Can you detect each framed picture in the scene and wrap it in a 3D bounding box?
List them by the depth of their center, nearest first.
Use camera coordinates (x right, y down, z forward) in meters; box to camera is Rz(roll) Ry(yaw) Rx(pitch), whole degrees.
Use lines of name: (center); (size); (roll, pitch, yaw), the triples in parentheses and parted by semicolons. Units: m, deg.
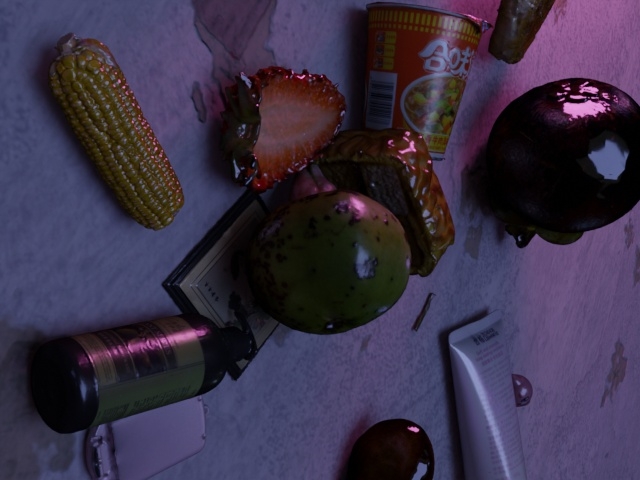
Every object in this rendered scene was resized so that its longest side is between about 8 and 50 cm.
framed picture: (-0.102, 0.059, 1.036); (0.199, 0.010, 0.195); (-52, 129, -30)

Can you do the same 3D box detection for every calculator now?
calculator: (-0.204, 0.236, 0.931); (0.175, 0.032, 0.100); (-16, 108, -46)

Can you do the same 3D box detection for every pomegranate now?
pomegranate: (0.000, 0.000, 1.010); (0.214, 0.214, 0.247); (21, 45, -47)

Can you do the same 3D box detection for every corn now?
corn: (-0.220, -0.112, 0.831); (0.080, 0.080, 0.238); (-46, 129, -34)

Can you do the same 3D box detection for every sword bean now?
sword bean: (0.185, 0.128, 1.364); (0.012, 0.012, 0.083); (52, 57, -38)

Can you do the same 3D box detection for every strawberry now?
strawberry: (-0.059, -0.146, 1.008); (0.208, 0.087, 0.167); (-5, 108, -56)

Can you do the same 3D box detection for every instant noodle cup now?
instant noodle cup: (0.145, -0.234, 1.156); (0.193, 0.193, 0.212); (-1, 104, -48)

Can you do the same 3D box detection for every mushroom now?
mushroom: (0.125, 0.410, 1.274); (0.227, 0.148, 0.217); (-65, 154, -5)

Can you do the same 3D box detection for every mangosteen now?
mangosteen: (0.463, -0.145, 1.426); (0.330, 0.330, 0.330); (-9, 102, -47)

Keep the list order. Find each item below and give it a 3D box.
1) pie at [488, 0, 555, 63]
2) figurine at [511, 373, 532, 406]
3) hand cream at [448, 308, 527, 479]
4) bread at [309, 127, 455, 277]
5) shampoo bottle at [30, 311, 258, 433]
pie: (0.383, -0.459, 1.361); (0.315, 0.092, 0.315); (-58, 164, -28)
figurine: (0.405, 0.311, 1.590); (0.067, 0.071, 0.083); (-96, 175, -60)
hand cream: (0.321, 0.328, 1.484); (0.185, 0.118, 0.358); (-15, 99, -42)
bread: (0.094, -0.057, 1.111); (0.096, 0.181, 0.222); (-51, 130, -44)
shampoo bottle: (-0.184, 0.141, 0.889); (0.284, 0.101, 0.101); (-7, 100, -47)
